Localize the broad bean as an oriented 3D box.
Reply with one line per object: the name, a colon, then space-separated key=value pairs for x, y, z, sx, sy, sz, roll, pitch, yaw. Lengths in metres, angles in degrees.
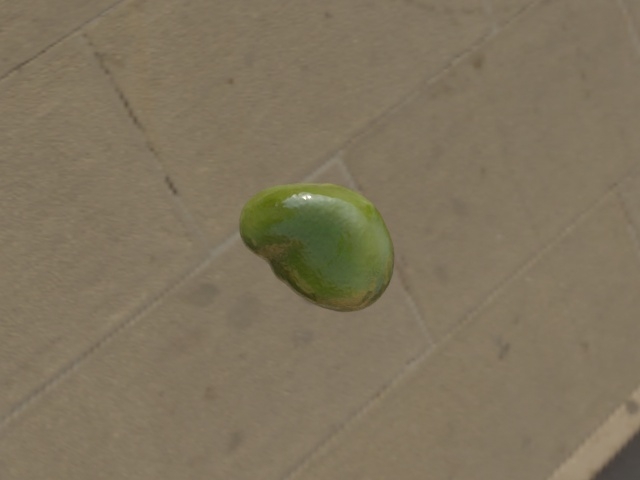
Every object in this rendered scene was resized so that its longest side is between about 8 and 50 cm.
broad bean: x=0.000 y=0.000 z=0.691 sx=0.063 sy=0.083 sz=0.045 roll=-63 pitch=169 yaw=16
